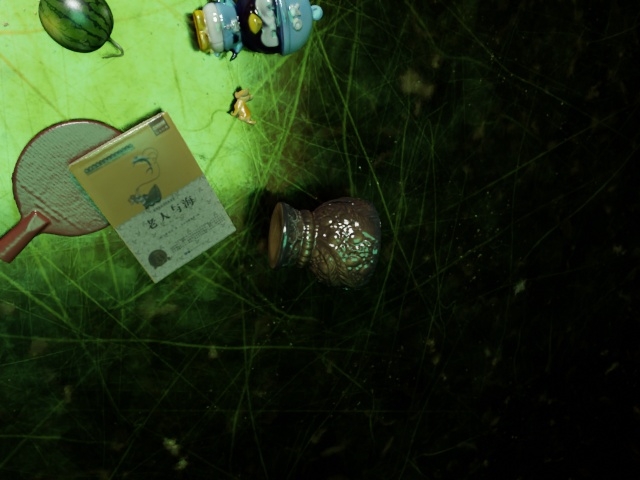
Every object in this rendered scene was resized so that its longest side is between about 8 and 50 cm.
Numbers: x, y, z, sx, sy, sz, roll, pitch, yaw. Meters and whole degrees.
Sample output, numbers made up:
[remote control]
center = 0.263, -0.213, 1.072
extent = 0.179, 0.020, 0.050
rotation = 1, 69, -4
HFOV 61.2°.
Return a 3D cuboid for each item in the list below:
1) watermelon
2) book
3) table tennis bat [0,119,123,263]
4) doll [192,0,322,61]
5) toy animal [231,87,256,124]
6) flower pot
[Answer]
[watermelon]
center = -0.509, -0.468, 1.173
extent = 0.187, 0.141, 0.140
rotation = 36, 91, -33
[book]
center = -0.411, -0.100, 1.386
extent = 0.269, 0.032, 0.388
rotation = -35, 125, -13
[table tennis bat]
center = -0.621, -0.108, 1.305
extent = 0.414, 0.051, 0.268
rotation = -46, 122, -4
[doll]
center = -0.144, -0.531, 1.313
extent = 0.314, 0.141, 0.177
rotation = -17, 118, -15
[toy animal]
center = -0.192, -0.351, 1.405
extent = 0.081, 0.060, 0.083
rotation = 28, 98, 10
[flower pot]
center = 0.000, 0.000, 1.520
extent = 0.267, 0.266, 0.266
rotation = 7, 106, -15
